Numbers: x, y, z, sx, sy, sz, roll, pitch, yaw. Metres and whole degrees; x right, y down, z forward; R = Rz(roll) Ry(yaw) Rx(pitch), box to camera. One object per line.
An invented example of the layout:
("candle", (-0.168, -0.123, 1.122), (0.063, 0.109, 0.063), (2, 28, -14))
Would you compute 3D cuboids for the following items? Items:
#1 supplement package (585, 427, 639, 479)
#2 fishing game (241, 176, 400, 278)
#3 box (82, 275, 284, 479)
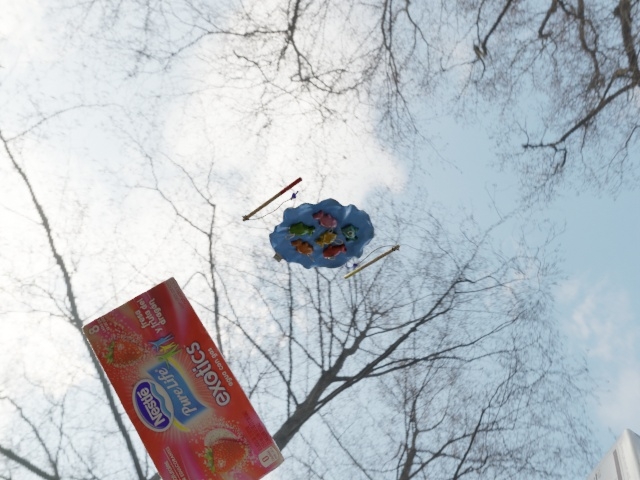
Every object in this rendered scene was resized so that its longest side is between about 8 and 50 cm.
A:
("supplement package", (0.206, 0.251, 0.227), (0.204, 0.262, 0.145), (31, -70, 16))
("fishing game", (0.000, 0.000, 0.916), (0.189, 0.264, 0.041), (-30, -136, 29))
("box", (-0.191, 0.225, 0.755), (0.142, 0.154, 0.299), (-31, -105, -17))
